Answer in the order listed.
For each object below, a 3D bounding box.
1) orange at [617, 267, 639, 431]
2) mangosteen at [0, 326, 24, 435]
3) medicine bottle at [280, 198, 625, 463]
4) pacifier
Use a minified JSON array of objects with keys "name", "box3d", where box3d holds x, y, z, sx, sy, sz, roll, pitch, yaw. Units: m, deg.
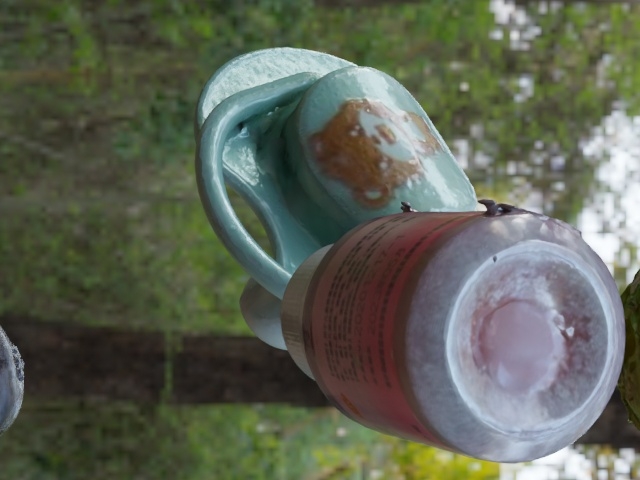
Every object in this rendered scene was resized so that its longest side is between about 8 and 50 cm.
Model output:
[{"name":"orange","box3d":[0.340,0.043,1.198,0.301,0.223,0.300,-44,168,-38]},{"name":"mangosteen","box3d":[-0.316,0.118,1.448,0.140,0.140,0.140,180,-90,-80]},{"name":"medicine bottle","box3d":[0.066,0.052,1.046,0.247,0.147,0.147,180,-90,-67]},{"name":"pacifier","box3d":[0.000,0.000,1.493,0.343,0.288,0.269,59,-42,28]}]
